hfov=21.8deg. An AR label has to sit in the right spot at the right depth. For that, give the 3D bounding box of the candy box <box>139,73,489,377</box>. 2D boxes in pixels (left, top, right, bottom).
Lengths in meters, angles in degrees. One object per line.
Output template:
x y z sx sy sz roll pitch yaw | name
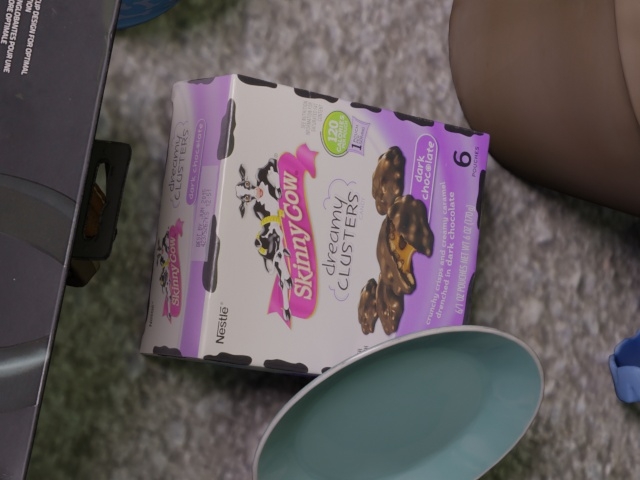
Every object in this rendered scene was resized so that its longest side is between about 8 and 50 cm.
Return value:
0.000 0.000 1.001 0.196 0.070 0.165 10 84 -36 | candy box

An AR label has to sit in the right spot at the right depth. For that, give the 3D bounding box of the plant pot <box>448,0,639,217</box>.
0.237 -0.134 1.047 0.323 0.280 0.323 0 89 -37 | plant pot

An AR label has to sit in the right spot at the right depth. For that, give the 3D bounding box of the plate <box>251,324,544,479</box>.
0.045 0.109 1.000 0.188 0.188 0.024 9 40 -36 | plate

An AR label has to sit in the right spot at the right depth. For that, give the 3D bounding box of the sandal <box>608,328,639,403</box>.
0.295 0.021 1.189 0.138 0.126 0.317 23 75 -29 | sandal

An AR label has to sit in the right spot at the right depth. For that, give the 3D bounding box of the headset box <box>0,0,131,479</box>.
-0.223 -0.041 0.710 0.283 0.131 0.246 10 97 -11 | headset box

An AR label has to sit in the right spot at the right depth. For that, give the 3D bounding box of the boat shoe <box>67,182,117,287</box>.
-0.193 -0.111 0.837 0.104 0.111 0.307 -51 117 -24 | boat shoe

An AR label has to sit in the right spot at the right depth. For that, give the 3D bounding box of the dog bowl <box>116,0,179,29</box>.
-0.148 -0.248 0.889 0.297 0.074 0.166 49 65 -24 | dog bowl
